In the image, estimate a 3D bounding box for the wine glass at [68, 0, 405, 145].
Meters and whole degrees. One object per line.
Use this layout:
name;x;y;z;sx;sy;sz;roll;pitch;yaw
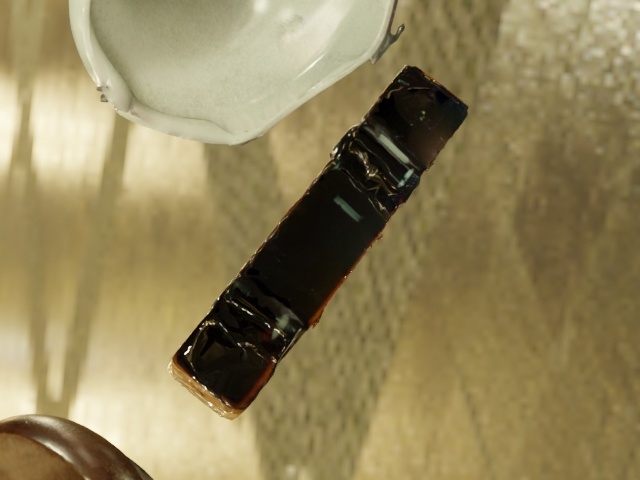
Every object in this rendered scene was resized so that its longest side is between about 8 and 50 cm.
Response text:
wine glass;-0.072;-0.157;0.906;0.196;0.165;0.165;47;133;41

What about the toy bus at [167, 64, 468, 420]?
toy bus;0.000;0.000;1.895;0.409;0.093;0.092;-51;0;-27

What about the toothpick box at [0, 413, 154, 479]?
toothpick box;-0.202;0.219;1.082;0.192;0.294;0.192;19;121;36
